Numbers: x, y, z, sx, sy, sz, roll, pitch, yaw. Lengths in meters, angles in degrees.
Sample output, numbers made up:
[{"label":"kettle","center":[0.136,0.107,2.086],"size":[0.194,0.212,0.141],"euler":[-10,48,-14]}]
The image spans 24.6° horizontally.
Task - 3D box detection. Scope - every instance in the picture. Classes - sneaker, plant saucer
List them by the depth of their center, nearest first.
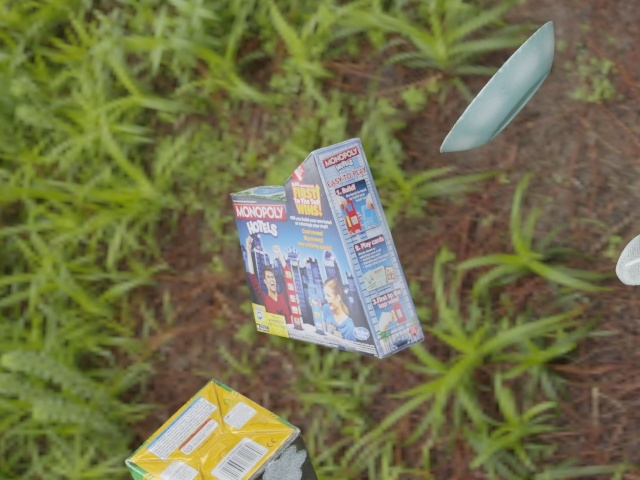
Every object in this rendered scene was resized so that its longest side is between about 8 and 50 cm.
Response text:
[{"label":"sneaker","center":[0.387,0.000,1.603],"size":[0.152,0.061,0.053],"euler":[-39,74,-3]},{"label":"plant saucer","center":[0.214,-0.165,1.679],"size":[0.037,0.195,0.195],"euler":[42,116,6]}]

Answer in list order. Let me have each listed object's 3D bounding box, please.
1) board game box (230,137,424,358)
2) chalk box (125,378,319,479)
[{"label":"board game box","center":[0.000,0.000,1.393],"size":[0.194,0.060,0.194],"euler":[9,112,51]},{"label":"chalk box","center":[-0.114,0.372,2.052],"size":[0.179,0.180,0.289],"euler":[26,147,36]}]
